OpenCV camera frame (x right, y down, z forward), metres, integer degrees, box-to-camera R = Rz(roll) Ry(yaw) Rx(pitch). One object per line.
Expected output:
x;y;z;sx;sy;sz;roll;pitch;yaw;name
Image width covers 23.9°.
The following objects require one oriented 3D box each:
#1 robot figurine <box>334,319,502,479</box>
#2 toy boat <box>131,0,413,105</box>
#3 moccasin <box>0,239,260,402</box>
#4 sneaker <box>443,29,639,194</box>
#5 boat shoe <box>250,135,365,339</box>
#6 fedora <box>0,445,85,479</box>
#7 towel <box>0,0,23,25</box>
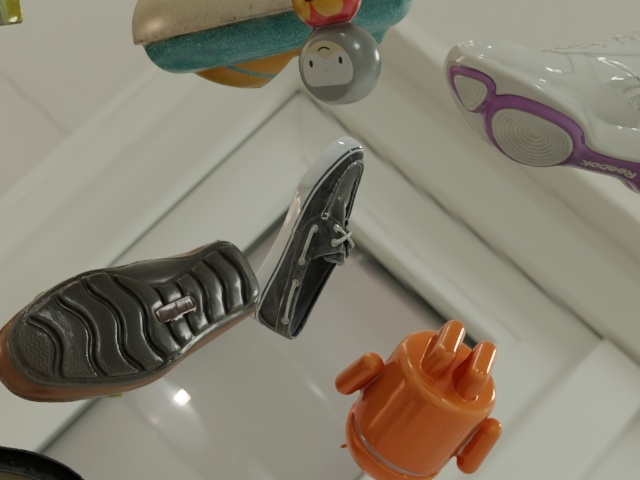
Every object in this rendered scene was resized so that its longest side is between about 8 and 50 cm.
0.107;0.185;1.663;0.219;0.158;0.128;-56;-139;34;robot figurine
-0.024;-0.192;1.323;0.318;0.268;0.148;-159;-125;-76;toy boat
-0.215;0.088;1.593;0.147;0.380;0.139;-29;-88;30;moccasin
0.249;-0.134;1.374;0.305;0.152;0.114;18;-24;-19;sneaker
0.000;0.000;2.164;0.102;0.301;0.108;32;5;30;boat shoe
-0.400;0.393;1.731;0.334;0.334;0.152;56;4;-31;fedora
-0.360;-0.277;1.672;0.009;0.060;0.083;6;-75;49;towel
